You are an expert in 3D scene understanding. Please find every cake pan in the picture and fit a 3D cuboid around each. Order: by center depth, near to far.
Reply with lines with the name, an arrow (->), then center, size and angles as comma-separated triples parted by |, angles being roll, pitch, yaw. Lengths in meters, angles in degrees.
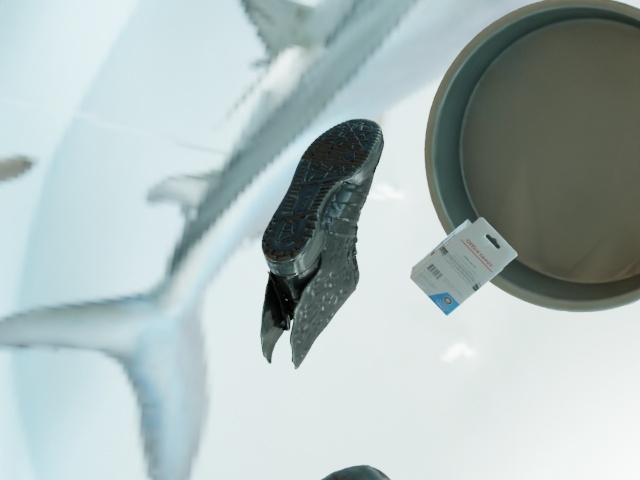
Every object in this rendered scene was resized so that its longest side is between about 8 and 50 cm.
cake pan -> 0.243, -0.081, 1.747 | 0.293, 0.054, 0.293 | 2, -83, 20

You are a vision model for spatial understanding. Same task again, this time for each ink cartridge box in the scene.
ink cartridge box -> 0.122, 0.018, 1.582 | 0.083, 0.048, 0.028 | -41, -171, 19

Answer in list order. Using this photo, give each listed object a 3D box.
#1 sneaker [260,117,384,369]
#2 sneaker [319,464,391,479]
sneaker -> 0.002, 0.000, 1.304 | 0.051, 0.089, 0.170 | 11, -128, 29
sneaker -> 0.047, 0.248, 1.168 | 0.109, 0.130, 0.286 | 46, -33, 47
